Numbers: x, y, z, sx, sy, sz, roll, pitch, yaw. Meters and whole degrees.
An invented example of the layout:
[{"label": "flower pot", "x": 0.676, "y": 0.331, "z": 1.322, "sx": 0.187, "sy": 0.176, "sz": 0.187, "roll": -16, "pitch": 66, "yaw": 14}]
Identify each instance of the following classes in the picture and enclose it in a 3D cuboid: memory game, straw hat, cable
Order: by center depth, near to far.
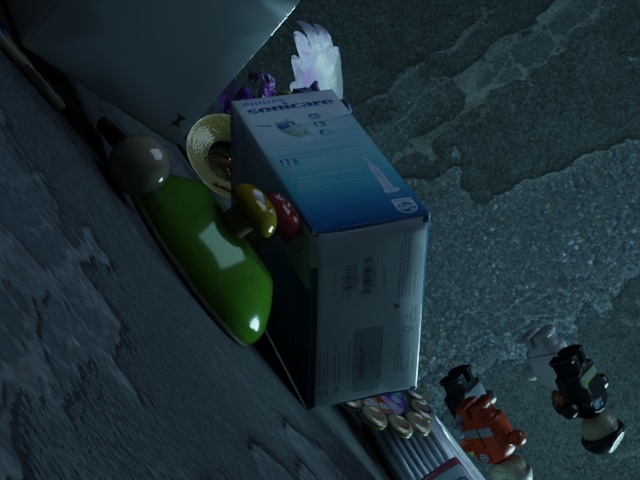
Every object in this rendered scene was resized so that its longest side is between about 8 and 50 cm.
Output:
[{"label": "memory game", "x": 0.064, "y": 0.177, "z": 1.733, "sx": 0.186, "sy": 0.012, "sz": 0.186, "roll": 29, "pitch": 22, "yaw": -13}, {"label": "cable", "x": 0.162, "y": 0.316, "z": 1.832, "sx": 0.257, "sy": 0.089, "sz": 0.257, "roll": 56, "pitch": 2, "yaw": 22}, {"label": "straw hat", "x": -0.141, "y": -0.107, "z": 2.031, "sx": 0.144, "sy": 0.144, "sz": 0.061, "roll": 55, "pitch": -36, "yaw": 10}]

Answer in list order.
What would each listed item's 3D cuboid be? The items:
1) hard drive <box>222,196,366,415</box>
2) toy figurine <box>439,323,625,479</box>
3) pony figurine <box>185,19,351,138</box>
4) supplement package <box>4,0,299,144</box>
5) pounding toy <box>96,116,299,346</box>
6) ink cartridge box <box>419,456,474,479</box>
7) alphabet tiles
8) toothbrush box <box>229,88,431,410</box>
[{"label": "hard drive", "x": -0.017, "y": 0.098, "z": 1.928, "sx": 0.319, "sy": 0.040, "sz": 0.210, "roll": 56, "pitch": 2, "yaw": 27}, {"label": "toy figurine", "x": 0.279, "y": 0.228, "z": 1.868, "sx": 0.148, "sy": 0.213, "sz": 0.209, "roll": 63, "pitch": -3, "yaw": -12}, {"label": "pony figurine", "x": -0.062, "y": -0.160, "z": 2.203, "sx": 0.363, "sy": 0.303, "sz": 0.351, "roll": -160, "pitch": -120, "yaw": -68}, {"label": "supplement package", "x": -0.176, "y": -0.255, "z": 1.271, "sx": 0.177, "sy": 0.175, "sz": 0.293, "roll": 34, "pitch": 15, "yaw": -37}, {"label": "pounding toy", "x": -0.091, "y": -0.027, "z": 1.272, "sx": 0.237, "sy": 0.110, "sz": 0.183, "roll": 55, "pitch": 2, "yaw": -21}, {"label": "ink cartridge box", "x": 0.165, "y": 0.339, "z": 1.511, "sx": 0.158, "sy": 0.092, "sz": 0.218, "roll": 55, "pitch": 0, "yaw": -1}, {"label": "alphabet tiles", "x": -0.315, "y": -0.257, "z": 1.218, "sx": 0.285, "sy": 0.011, "sz": 0.342, "roll": 53, "pitch": 3, "yaw": -45}, {"label": "toothbrush box", "x": 0.000, "y": 0.000, "z": 1.481, "sx": 0.295, "sy": 0.126, "sz": 0.216, "roll": -120, "pitch": -153, "yaw": -53}]
